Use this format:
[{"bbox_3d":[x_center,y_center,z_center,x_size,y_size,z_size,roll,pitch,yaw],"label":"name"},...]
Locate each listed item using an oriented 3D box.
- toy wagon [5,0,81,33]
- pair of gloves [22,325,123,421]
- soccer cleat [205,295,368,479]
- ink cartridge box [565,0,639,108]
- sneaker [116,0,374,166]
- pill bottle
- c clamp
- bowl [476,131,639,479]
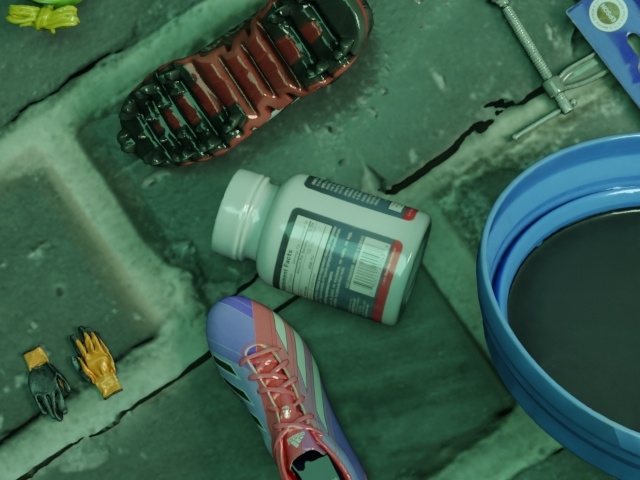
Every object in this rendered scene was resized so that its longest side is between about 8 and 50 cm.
[{"bbox_3d":[-0.245,-0.361,1.720,0.267,0.068,0.344,4,85,6],"label":"toy wagon"},{"bbox_3d":[-0.232,0.123,1.692,0.083,0.010,0.074,-25,82,3],"label":"pair of gloves"},{"bbox_3d":[-0.028,0.156,1.627,0.083,0.095,0.248,-29,82,2],"label":"soccer cleat"},{"bbox_3d":[0.422,-0.253,1.643,0.371,0.069,0.176,-36,82,0],"label":"ink cartridge box"},{"bbox_3d":[-0.061,-0.154,1.667,0.276,0.135,0.097,-30,94,25],"label":"sneaker"},{"bbox_3d":[0.000,0.000,1.636,0.180,0.108,0.108,19,86,7],"label":"pill bottle"},{"bbox_3d":[0.207,-0.192,1.681,0.137,0.022,0.160,-24,81,1],"label":"c clamp"},{"bbox_3d":[0.321,0.060,1.506,0.391,0.077,0.391,3,43,-3],"label":"bowl"}]
